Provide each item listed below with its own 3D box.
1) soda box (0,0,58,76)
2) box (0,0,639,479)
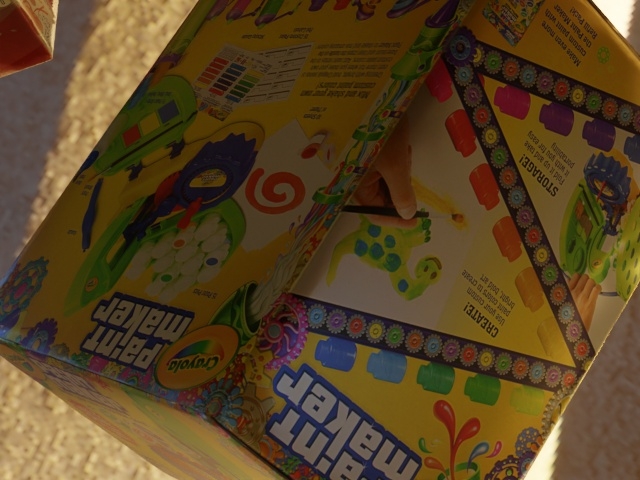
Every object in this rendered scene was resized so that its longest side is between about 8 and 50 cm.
[{"bbox_3d":[-0.334,-0.152,1.181,0.263,0.092,0.083,-16,-135,13],"label":"soda box"},{"bbox_3d":[0.000,0.000,0.853,0.290,0.177,0.279,10,-117,57],"label":"box"}]
